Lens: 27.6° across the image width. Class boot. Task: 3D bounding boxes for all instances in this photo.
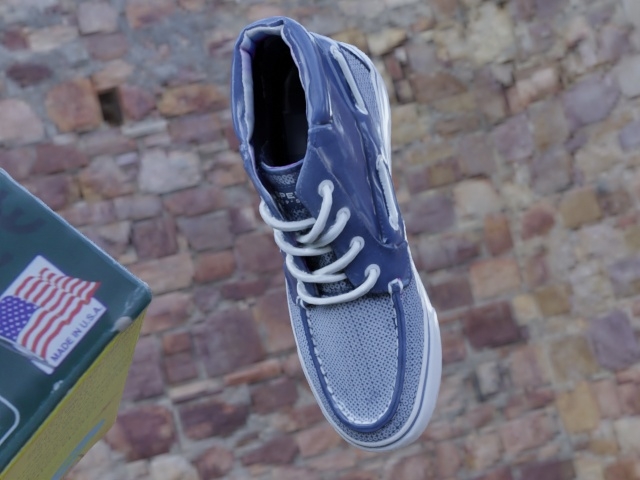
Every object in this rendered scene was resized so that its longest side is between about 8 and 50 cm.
[{"bbox_3d":[0.000,0.000,0.566,0.069,0.190,0.086,-15,-9,22],"label":"boot"}]

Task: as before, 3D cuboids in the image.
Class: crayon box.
[{"bbox_3d":[-0.176,0.112,0.571,0.202,0.081,0.318,-51,-2,-21],"label":"crayon box"}]
